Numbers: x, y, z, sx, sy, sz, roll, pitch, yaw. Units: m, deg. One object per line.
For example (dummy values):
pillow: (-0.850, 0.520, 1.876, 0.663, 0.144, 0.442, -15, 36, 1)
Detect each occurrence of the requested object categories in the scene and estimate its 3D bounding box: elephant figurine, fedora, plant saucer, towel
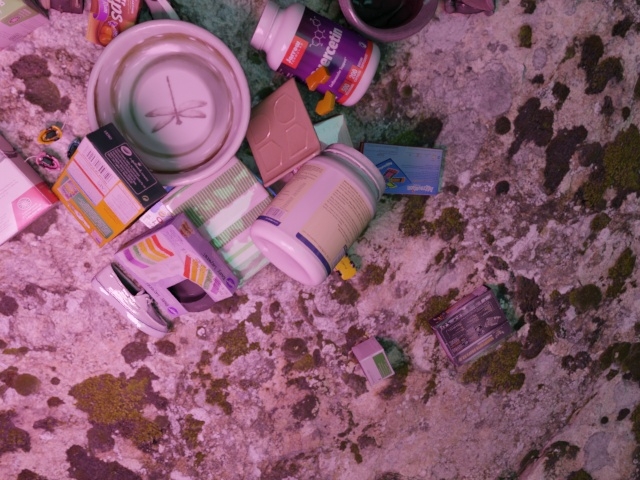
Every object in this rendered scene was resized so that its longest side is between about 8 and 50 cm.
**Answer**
elephant figurine: (0.430, -0.699, 1.423, 0.186, 0.239, 0.169, -17, 105, -9)
fedora: (0.169, -0.662, 1.433, 0.275, 0.124, 0.243, -22, 106, -10)
plant saucer: (-0.369, -0.336, 1.319, 0.401, 0.100, 0.400, 0, 96, -1)
towel: (-0.238, -0.056, 1.429, 0.248, 0.038, 0.325, -39, 107, -3)

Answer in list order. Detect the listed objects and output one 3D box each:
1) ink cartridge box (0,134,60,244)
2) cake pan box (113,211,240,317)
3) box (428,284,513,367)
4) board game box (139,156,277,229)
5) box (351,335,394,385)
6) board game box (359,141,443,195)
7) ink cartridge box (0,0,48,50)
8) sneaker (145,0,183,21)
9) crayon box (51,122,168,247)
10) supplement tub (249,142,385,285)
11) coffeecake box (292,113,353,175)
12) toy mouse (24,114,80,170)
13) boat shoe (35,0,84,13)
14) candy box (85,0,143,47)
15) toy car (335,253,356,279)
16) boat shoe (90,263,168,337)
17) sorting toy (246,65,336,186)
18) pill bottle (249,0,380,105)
ink cartridge box: (-0.843, -0.144, 1.324, 0.207, 0.117, 0.283, -38, 107, -2)
cake pan box: (-0.385, 0.079, 1.427, 0.246, 0.070, 0.267, -20, 118, 30)
box: (0.500, 0.284, 1.746, 0.231, 0.056, 0.183, -33, 107, -4)
board game box: (-0.322, -0.110, 1.463, 0.308, 0.086, 0.302, 42, 91, -17)
box: (0.166, 0.381, 1.669, 0.087, 0.102, 0.101, -27, 107, -4)
board game box: (0.237, -0.210, 1.565, 0.281, 0.027, 0.145, 0, 101, -26)
ink cartridge box: (-0.834, -0.479, 1.207, 0.353, 0.207, 0.119, -35, 108, -4)
sneaker: (-0.393, -0.534, 1.352, 0.108, 0.100, 0.271, -32, 107, 1)
crayon box: (-0.527, -0.123, 1.296, 0.203, 0.323, 0.083, 53, 48, -11)
supplement tub: (-0.001, -0.070, 1.371, 0.235, 0.235, 0.325, 44, 72, -17)
coffeecake box: (-0.006, -0.264, 1.509, 0.185, 0.068, 0.142, -22, 108, -7)
toy mouse: (-0.681, -0.224, 1.377, 0.161, 0.031, 0.143, -41, 114, -18)
boat shoe: (-0.574, -0.706, 1.234, 0.130, 0.132, 0.355, 11, 128, -30)
candy box: (-0.504, -0.565, 1.297, 0.109, 0.053, 0.186, 20, 131, -16)
toy car: (0.000, 0.000, 1.577, 0.225, 0.053, 0.239, -1, 101, -12)
boat shoe: (-0.517, 0.170, 1.476, 0.084, 0.095, 0.258, -45, 108, 4)
sorting toy: (-0.070, -0.303, 1.376, 0.307, 0.041, 0.229, -27, 76, 34)
pill bottle: (-0.016, -0.501, 1.397, 0.323, 0.181, 0.181, 22, 96, -16)
